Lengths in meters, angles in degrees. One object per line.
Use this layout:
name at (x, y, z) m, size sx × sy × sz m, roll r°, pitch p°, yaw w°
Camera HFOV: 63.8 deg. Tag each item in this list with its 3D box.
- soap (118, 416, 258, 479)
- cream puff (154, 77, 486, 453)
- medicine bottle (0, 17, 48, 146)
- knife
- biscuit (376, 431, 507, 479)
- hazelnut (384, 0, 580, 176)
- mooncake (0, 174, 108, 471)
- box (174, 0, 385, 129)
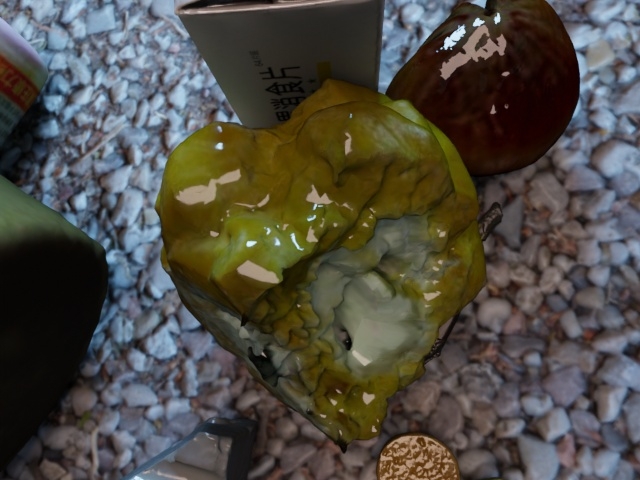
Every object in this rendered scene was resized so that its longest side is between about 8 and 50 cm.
soap at (-0.227, 0.283, 0.532) m, size 0.302 × 0.159 × 0.258 m, roll 9°, pitch 87°, yaw 9°
cream puff at (-0.002, 0.004, 0.498) m, size 0.274 × 0.323 × 0.270 m, roll 23°, pitch 56°, yaw 41°
medicine bottle at (-0.521, -0.113, 0.592) m, size 0.219 × 0.219 × 0.388 m, roll 28°, pitch 79°, yaw 12°
knife at (0.151, 0.057, 0.574) m, size 0.045 × 0.021 × 0.222 m, roll 32°, pitch 88°, yaw 15°
biscuit at (0.142, 0.309, 0.530) m, size 0.158 × 0.035 × 0.240 m, roll -30°, pitch 78°, yaw 2°
hazelnut at (0.162, -0.153, 0.530) m, size 0.203 × 0.178 × 0.178 m, roll -16°, pitch 79°, yaw 7°
mooncake at (-0.405, 0.105, 0.471) m, size 0.246 × 0.393 × 0.394 m, roll 32°, pitch 85°, yaw 10°
box at (-0.019, -0.209, 0.483) m, size 0.145 × 0.333 × 0.173 m, roll -6°, pitch 80°, yaw 4°
